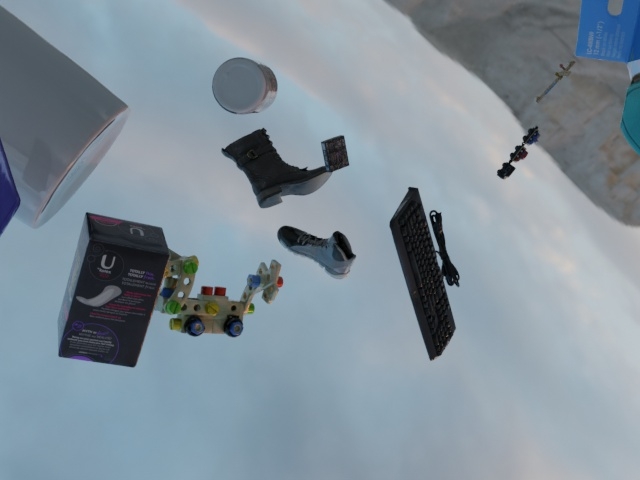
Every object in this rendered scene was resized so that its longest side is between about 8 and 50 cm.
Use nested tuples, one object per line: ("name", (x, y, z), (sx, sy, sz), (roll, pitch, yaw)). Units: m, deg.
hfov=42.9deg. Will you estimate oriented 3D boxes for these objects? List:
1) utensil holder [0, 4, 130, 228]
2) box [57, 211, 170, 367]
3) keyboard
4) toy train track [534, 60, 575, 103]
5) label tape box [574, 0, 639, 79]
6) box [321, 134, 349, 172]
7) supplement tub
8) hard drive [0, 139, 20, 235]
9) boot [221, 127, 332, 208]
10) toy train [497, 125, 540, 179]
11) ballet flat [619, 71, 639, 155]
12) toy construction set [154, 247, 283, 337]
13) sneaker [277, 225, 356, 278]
("utensil holder", (-0.608, -0.250, 1.542), (0.385, 0.327, 0.327), (38, -154, -9))
("box", (-0.427, 0.101, 1.664), (0.165, 0.270, 0.143), (13, -159, -23))
("keyboard", (0.203, 0.046, 1.482), (0.201, 0.033, 0.317), (-56, -44, -47))
("toy train track", (0.356, -0.246, 1.249), (0.014, 0.083, 0.048), (40, -173, -11))
("label tape box", (0.462, -0.230, 0.936), (0.348, 0.249, 0.115), (17, -117, 20))
("box", (0.039, -0.226, 2.121), (0.067, 0.083, 0.018), (-24, -157, -32))
("supplement tub", (-0.155, -0.326, 1.728), (0.117, 0.117, 0.190), (42, -168, -3))
("hard drive", (-0.534, -0.044, 1.216), (0.040, 0.318, 0.210), (25, -114, -3))
("boot", (-0.120, -0.226, 2.291), (0.263, 0.091, 0.229), (-21, -113, -20))
("toy train", (0.506, -0.221, 2.066), (0.036, 0.158, 0.027), (41, -167, 27))
("ballet flat", (0.512, -0.062, 0.858), (0.409, 0.147, 0.147), (39, -157, 22))
("toy construction set", (-0.254, 0.117, 1.904), (0.328, 0.214, 0.151), (6, 180, -19))
("sneaker", (0.000, 0.000, 2.203), (0.229, 0.132, 0.086), (31, -131, 0))
